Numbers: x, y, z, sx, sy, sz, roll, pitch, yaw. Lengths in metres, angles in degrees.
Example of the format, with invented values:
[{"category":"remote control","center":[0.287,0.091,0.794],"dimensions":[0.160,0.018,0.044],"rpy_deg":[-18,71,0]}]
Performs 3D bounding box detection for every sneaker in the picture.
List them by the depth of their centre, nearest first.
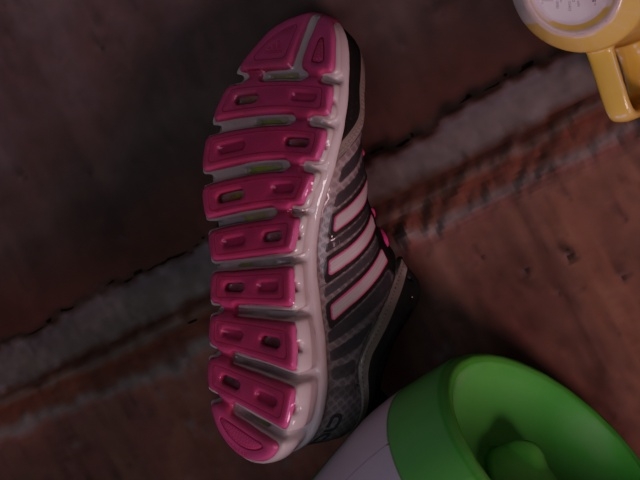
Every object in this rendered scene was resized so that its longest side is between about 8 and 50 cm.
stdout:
[{"category":"sneaker","center":[0.000,0.000,0.728],"dimensions":[0.063,0.075,0.170],"rpy_deg":[-2,83,41]}]

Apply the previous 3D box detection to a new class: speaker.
[{"category":"speaker","center":[0.003,0.181,0.742],"dimensions":[0.131,0.131,0.296],"rpy_deg":[42,117,6]}]

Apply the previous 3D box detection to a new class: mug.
[{"category":"mug","center":[0.100,-0.087,0.654],"dimensions":[0.078,0.064,0.062],"rpy_deg":[45,116,4]}]
